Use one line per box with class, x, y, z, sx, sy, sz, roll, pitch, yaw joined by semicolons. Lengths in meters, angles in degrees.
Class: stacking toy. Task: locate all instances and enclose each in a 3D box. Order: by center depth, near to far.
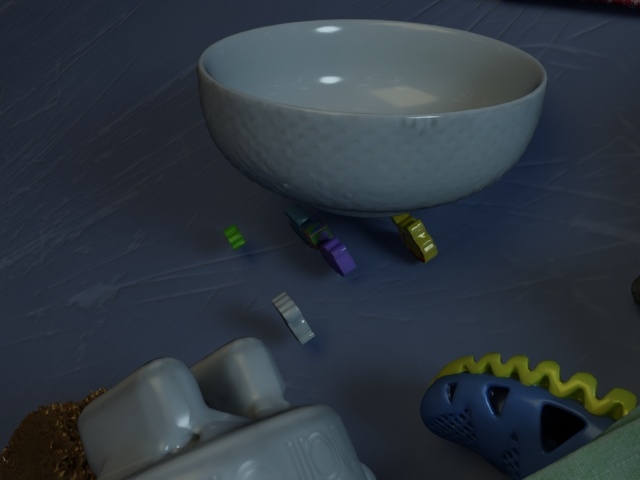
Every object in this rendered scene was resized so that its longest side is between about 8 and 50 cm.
stacking toy;0.000;0.000;0.820;0.167;0.052;0.221;-34;38;-8

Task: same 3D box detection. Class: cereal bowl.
cereal bowl;0.048;-0.119;0.770;0.339;0.141;0.339;1;28;0

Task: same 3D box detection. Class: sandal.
sandal;0.198;0.176;0.516;0.317;0.126;0.138;16;70;40

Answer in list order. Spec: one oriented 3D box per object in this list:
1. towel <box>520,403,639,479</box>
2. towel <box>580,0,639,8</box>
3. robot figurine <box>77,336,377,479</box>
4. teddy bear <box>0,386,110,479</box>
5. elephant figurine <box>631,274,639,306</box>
towel;0.199;0.271;0.402;0.248;0.038;0.324;-44;55;29
towel;0.363;-0.340;0.875;0.275;0.031;0.199;25;69;40
robot figurine;-0.039;0.246;0.490;0.200;0.300;0.353;-36;73;42
teddy bear;-0.171;0.288;0.680;0.338;0.113;0.245;20;75;32
elephant figurine;0.329;0.035;0.493;0.186;0.169;0.239;-49;50;16
